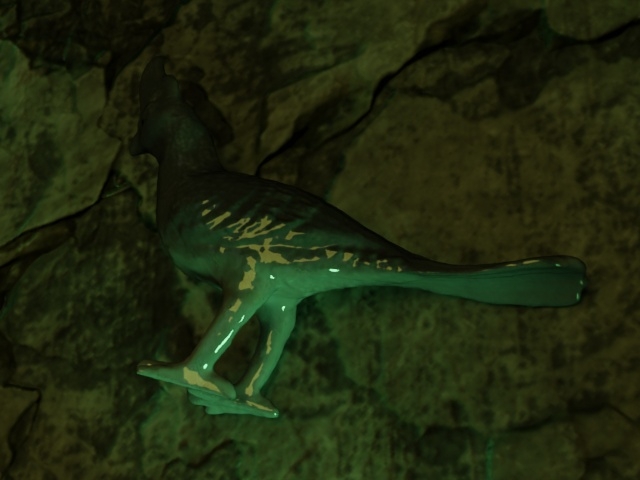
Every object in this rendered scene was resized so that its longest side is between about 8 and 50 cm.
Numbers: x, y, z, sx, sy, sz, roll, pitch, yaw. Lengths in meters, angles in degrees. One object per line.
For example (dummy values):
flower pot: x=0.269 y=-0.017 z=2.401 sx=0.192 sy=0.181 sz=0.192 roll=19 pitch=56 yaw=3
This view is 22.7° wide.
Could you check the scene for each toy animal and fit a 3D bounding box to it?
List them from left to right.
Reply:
toy animal: x=-0.032 y=0.022 z=1.045 sx=0.367 sy=0.081 sz=0.206 roll=28 pitch=78 yaw=27
